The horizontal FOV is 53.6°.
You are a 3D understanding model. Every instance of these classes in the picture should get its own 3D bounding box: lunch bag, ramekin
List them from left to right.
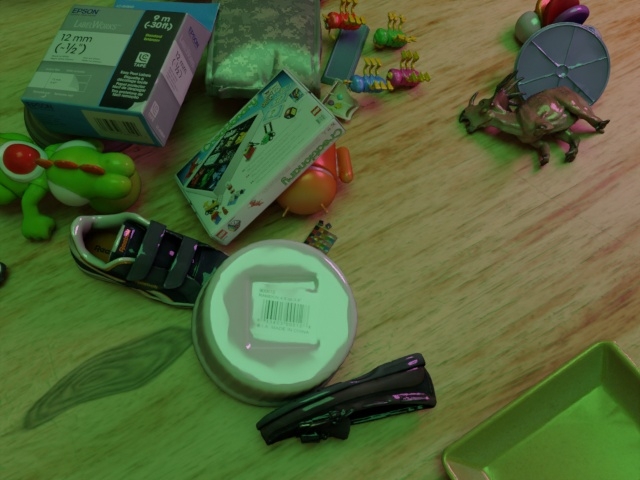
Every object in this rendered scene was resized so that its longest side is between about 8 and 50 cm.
[{"bbox_3d":[-0.114,-0.397,1.331,0.236,0.168,0.286,2,58,-2],"label":"lunch bag"},{"bbox_3d":[-0.072,0.131,1.046,0.278,0.135,0.277,3,73,-11],"label":"ramekin"}]

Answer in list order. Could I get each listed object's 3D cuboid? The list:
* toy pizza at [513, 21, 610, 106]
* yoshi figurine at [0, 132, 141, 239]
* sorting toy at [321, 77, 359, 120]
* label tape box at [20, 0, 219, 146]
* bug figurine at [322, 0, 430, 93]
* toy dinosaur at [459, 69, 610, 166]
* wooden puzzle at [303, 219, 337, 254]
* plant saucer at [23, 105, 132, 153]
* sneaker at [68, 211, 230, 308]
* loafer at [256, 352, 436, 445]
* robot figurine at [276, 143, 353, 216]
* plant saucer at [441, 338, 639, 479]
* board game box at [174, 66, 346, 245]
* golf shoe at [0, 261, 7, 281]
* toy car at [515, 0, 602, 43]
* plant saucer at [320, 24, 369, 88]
[{"bbox_3d":[0.518,-0.365,1.365,0.202,0.032,0.201,1,103,5],"label":"toy pizza"},{"bbox_3d":[-0.495,-0.115,1.196,0.363,0.203,0.203,7,27,15],"label":"yoshi figurine"},{"bbox_3d":[0.041,-0.291,1.355,0.075,0.045,0.083,31,65,5],"label":"sorting toy"},{"bbox_3d":[-0.366,-0.359,1.199,0.249,0.115,0.347,9,67,15],"label":"label tape box"},{"bbox_3d":[0.120,-0.408,1.382,0.217,0.072,0.278,-1,59,-25],"label":"bug figurine"},{"bbox_3d":[0.464,-0.272,1.321,0.296,0.127,0.200,-11,57,-14],"label":"toy dinosaur"},{"bbox_3d":[0.000,0.000,1.220,0.049,0.006,0.083,29,65,12],"label":"wooden puzzle"},{"bbox_3d":[-0.486,-0.293,1.333,0.278,0.041,0.277,1,64,-2],"label":"plant saucer"},{"bbox_3d":[-0.294,0.035,1.126,0.322,0.127,0.126,10,62,1],"label":"sneaker"},{"bbox_3d":[0.050,0.276,1.029,0.303,0.109,0.095,-19,69,-15],"label":"loafer"},{"bbox_3d":[-0.033,-0.144,1.227,0.158,0.128,0.219,18,57,-33],"label":"robot figurine"},{"bbox_3d":[0.408,0.373,0.940,0.333,0.081,0.332,-37,56,4],"label":"plant saucer"},{"bbox_3d":[-0.120,-0.159,1.174,0.305,0.053,0.193,-43,52,7],"label":"board game box"},{"bbox_3d":[-0.667,0.052,1.118,0.198,0.094,0.077,-2,62,-5],"label":"golf shoe"},{"bbox_3d":[0.544,-0.482,1.418,0.159,0.136,0.181,-18,65,-11],"label":"toy car"},{"bbox_3d":[0.058,-0.427,1.437,0.067,0.018,0.191,16,64,6],"label":"plant saucer"}]
